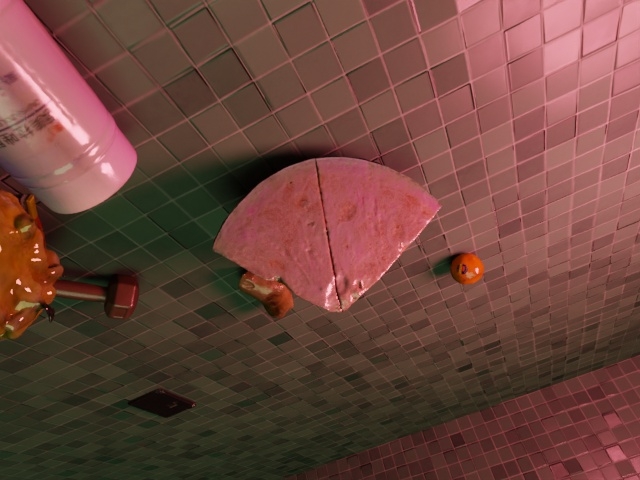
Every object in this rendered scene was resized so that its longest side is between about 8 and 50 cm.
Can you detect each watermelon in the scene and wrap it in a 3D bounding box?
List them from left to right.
[{"bbox_3d":[0.006,-0.009,0.826,0.292,0.319,0.222,35,162,0],"label":"watermelon"}]

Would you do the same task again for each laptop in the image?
[{"bbox_3d":[-0.507,0.528,1.404,0.129,0.016,0.180,-26,138,11],"label":"laptop"}]

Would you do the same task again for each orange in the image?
[{"bbox_3d":[0.372,0.073,1.108,0.083,0.084,0.083,-9,140,-8],"label":"orange"}]

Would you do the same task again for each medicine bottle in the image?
[{"bbox_3d":[-0.365,-0.167,0.542,0.152,0.152,0.254,-19,139,4],"label":"medicine bottle"}]

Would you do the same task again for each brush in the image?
[{"bbox_3d":[-0.495,-0.043,0.747,0.021,0.019,0.083,7,136,-10],"label":"brush"}]

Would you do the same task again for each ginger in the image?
[{"bbox_3d":[-0.122,0.121,1.014,0.095,0.069,0.190,-26,138,5],"label":"ginger"}]

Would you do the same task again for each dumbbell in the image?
[{"bbox_3d":[-0.484,0.100,0.866,0.230,0.082,0.092,15,133,-31],"label":"dumbbell"}]

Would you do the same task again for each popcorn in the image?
[{"bbox_3d":[-0.513,0.044,0.663,0.225,0.249,0.249,16,142,15],"label":"popcorn"}]
